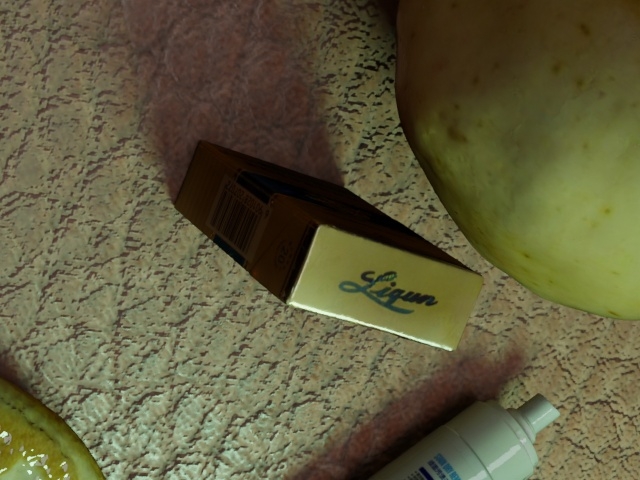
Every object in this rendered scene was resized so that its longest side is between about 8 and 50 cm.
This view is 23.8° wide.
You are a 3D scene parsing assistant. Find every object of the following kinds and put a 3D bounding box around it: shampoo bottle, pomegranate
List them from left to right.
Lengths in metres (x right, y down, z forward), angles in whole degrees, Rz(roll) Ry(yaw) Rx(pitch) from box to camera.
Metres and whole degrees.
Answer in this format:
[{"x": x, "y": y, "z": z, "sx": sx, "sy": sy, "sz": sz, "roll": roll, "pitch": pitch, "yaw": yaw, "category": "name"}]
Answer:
[{"x": 0.093, "y": 0.236, "z": 1.386, "sx": 0.303, "sy": 0.092, "sz": 0.092, "roll": -35, "pitch": 119, "yaw": -13, "category": "shampoo bottle"}, {"x": 0.256, "y": -0.135, "z": 1.164, "sx": 0.412, "sy": 0.411, "sz": 0.411, "roll": -9, "pitch": 110, "yaw": -24, "category": "pomegranate"}]

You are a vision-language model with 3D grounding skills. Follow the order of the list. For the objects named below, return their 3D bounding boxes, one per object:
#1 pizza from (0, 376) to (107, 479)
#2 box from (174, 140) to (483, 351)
[{"x": -0.281, "y": 0.293, "z": 1.204, "sx": 0.278, "sy": 0.114, "sz": 0.408, "roll": -18, "pitch": 113, "yaw": -22, "category": "pizza"}, {"x": 0.000, "y": -0.001, "z": 1.174, "sx": 0.152, "sy": 0.237, "sz": 0.070, "roll": 17, "pitch": 102, "yaw": -30, "category": "box"}]
